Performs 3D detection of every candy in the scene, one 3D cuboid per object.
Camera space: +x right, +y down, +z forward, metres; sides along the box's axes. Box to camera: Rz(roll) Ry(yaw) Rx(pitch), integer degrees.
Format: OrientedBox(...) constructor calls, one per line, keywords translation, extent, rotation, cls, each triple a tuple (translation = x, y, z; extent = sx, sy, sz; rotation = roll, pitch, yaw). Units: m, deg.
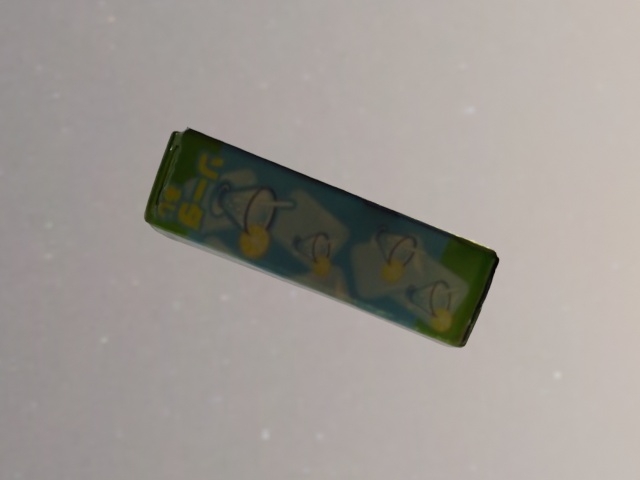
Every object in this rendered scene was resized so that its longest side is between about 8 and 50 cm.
OrientedBox(translation=(0.000, 0.000, 0.996), extent=(0.097, 0.194, 0.062), rotation=(104, -172, -86), cls="candy")
